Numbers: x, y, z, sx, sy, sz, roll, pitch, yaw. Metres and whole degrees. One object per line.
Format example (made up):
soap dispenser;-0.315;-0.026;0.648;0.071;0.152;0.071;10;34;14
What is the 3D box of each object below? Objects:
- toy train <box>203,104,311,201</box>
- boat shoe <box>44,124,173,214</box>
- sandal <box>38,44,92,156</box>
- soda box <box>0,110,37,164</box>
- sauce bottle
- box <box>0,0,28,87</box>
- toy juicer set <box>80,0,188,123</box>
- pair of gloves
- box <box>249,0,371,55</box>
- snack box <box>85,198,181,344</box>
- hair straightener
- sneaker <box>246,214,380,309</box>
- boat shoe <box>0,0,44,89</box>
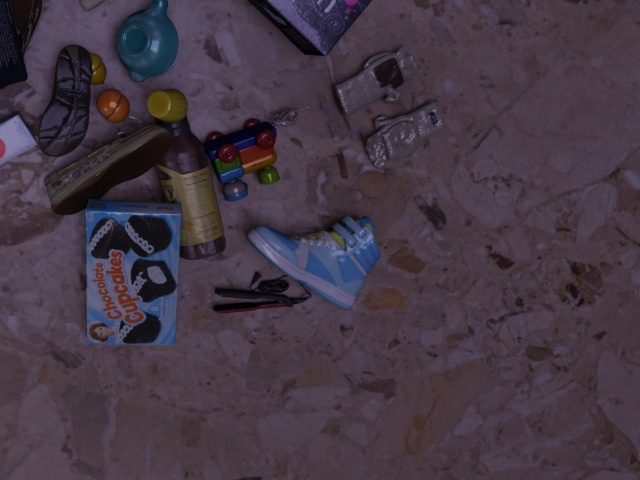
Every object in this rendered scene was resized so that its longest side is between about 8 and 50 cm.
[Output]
toy train;-0.116;-0.186;1.858;0.248;0.105;0.143;-22;121;-14
boat shoe;-0.428;-0.158;1.718;0.285;0.104;0.089;-31;70;5
sandal;-0.495;-0.270;1.675;0.090;0.060;0.219;7;91;-24
soda box;-0.655;-0.163;1.647;0.216;0.074;0.069;-31;113;-10
sauce bottle;-0.283;-0.134;1.803;0.111;0.111;0.344;-15;104;-15
box;-0.708;-0.323;1.401;0.294;0.395;0.211;-7;106;6
toy juicer set;-0.380;-0.386;1.706;0.209;0.089;0.328;-6;93;17
pair of gloves;0.156;-0.303;1.951;0.204;0.042;0.240;-37;115;-11
box;-0.045;-0.519;1.767;0.247;0.142;0.163;40;89;-24
snack box;-0.388;0.071;1.787;0.187;0.060;0.321;2;119;-10
hair straightener;-0.129;0.116;1.955;0.231;0.047;0.089;0;104;-20
sneaker;0.000;0.000;1.932;0.319;0.127;0.208;33;93;-33
boat shoe;-0.581;-0.408;1.630;0.095;0.095;0.257;12;99;-22
